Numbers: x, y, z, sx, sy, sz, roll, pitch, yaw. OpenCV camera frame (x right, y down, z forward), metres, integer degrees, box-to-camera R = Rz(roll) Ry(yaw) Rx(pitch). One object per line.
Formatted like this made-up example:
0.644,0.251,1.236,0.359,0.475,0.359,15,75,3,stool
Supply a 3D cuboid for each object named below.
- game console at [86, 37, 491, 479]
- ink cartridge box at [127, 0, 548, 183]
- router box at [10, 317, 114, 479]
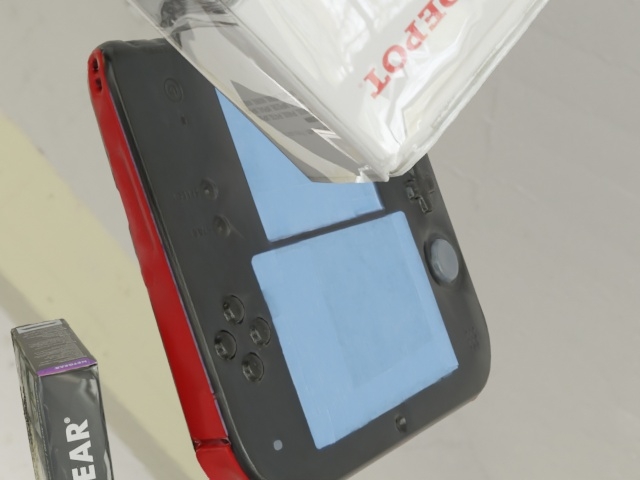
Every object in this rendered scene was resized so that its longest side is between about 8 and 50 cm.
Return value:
0.000,0.000,0.986,0.060,0.386,0.342,-15,-89,33,game console
-0.013,-0.150,0.499,0.218,0.158,0.092,44,-14,-16,ink cartridge box
-0.182,0.159,0.919,0.133,0.046,0.179,-153,-125,-67,router box
